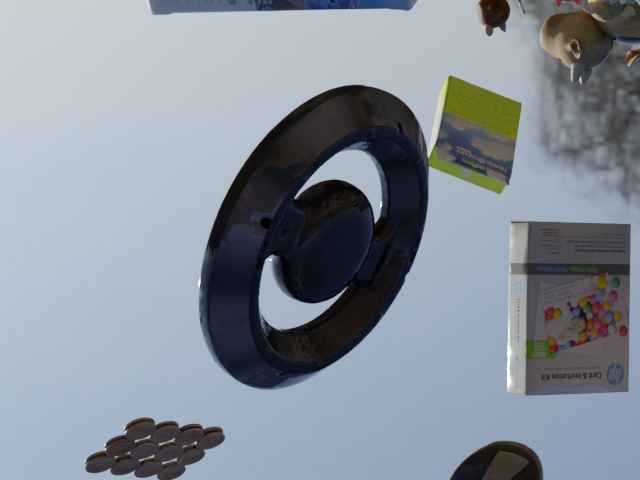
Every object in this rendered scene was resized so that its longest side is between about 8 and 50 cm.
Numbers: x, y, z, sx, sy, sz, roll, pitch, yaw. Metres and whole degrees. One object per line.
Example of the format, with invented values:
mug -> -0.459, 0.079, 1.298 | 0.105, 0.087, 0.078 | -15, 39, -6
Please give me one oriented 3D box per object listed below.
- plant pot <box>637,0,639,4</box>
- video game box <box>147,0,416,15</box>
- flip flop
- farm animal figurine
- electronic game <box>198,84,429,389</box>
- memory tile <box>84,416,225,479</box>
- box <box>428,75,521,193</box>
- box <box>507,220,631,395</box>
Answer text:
plant pot -> 0.416, -0.306, 1.404 | 0.271, 0.272, 0.255 | -10, 169, -38
video game box -> -0.039, -0.241, 0.951 | 0.187, 0.205, 0.048 | 4, -146, 25
flip flop -> 0.204, 0.341, 1.812 | 0.112, 0.277, 0.080 | 17, -145, 21
farm animal figurine -> 0.338, -0.261, 1.708 | 0.330, 0.172, 0.326 | -5, -175, -40
electronic game -> 0.000, 0.000, 1.085 | 0.048, 0.229, 0.229 | 27, -153, 34
memory tile -> -0.192, 0.244, 1.800 | 0.148, 0.113, 0.012 | 17, -138, -45
box -> 0.201, -0.134, 2.014 | 0.109, 0.042, 0.178 | 21, -137, -5
box -> 0.270, 0.073, 1.670 | 0.145, 0.186, 0.038 | 2, 180, -31
